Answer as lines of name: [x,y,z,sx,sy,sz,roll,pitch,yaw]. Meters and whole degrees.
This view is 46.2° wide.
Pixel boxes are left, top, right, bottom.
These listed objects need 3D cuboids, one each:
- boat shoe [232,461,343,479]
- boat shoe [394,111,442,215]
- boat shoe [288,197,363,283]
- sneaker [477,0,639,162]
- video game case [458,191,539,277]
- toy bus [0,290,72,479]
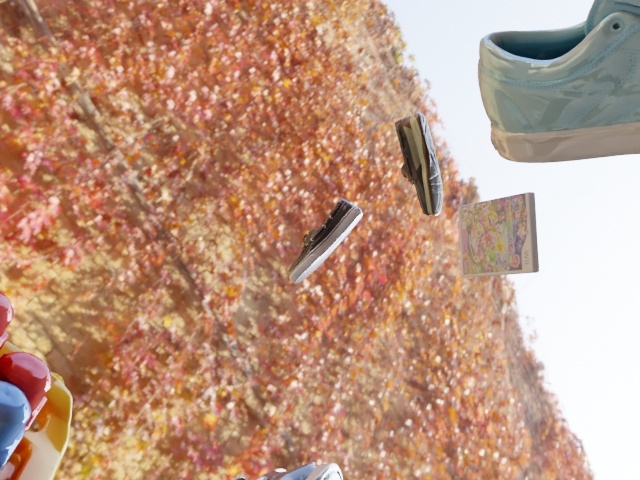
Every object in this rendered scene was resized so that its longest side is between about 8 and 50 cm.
boat shoe: [-0.054,0.265,0.702,0.079,0.254,0.095,-10,-89,22]
boat shoe: [0.143,-0.108,1.099,0.049,0.056,0.152,-10,-93,29]
boat shoe: [0.000,0.000,1.036,0.040,0.142,0.049,40,-18,11]
sneaker: [0.305,-0.166,0.660,0.366,0.135,0.150,-9,-57,33]
video game case: [0.199,-0.004,0.850,0.122,0.011,0.087,-11,-100,62]
toy bus: [-0.191,0.110,0.356,0.149,0.220,0.211,32,-82,-11]
